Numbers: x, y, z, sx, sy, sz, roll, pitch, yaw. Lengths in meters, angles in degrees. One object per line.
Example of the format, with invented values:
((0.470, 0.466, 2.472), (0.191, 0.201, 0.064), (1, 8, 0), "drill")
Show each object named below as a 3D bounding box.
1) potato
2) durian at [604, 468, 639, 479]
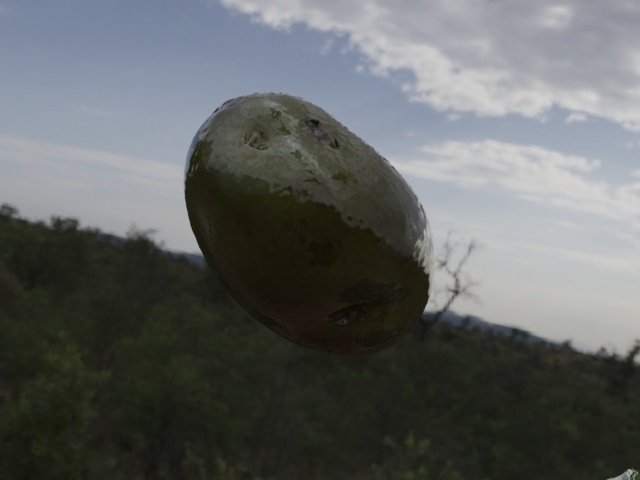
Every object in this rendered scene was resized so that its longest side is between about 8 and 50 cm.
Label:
((0.000, 0.000, 0.696), (0.159, 0.174, 0.251), (-22, -40, 6), "potato")
((0.197, 0.290, 0.773), (0.158, 0.169, 0.352), (24, 16, 14), "durian")
